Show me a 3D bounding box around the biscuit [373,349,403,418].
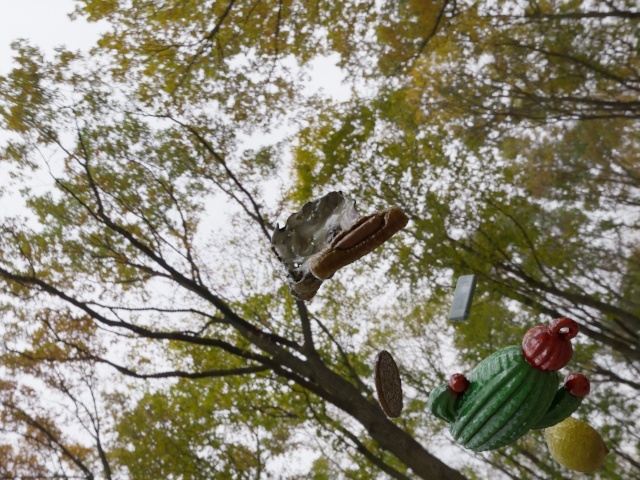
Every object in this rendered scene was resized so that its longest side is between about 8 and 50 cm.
[{"bbox_3d":[0.188,0.399,1.353,0.188,0.027,0.187,46,-144,-48],"label":"biscuit"}]

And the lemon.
[{"bbox_3d":[0.551,0.442,1.057,0.109,0.133,0.109,-29,-55,-50],"label":"lemon"}]

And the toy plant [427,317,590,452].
[{"bbox_3d":[0.254,0.195,0.625,0.155,0.088,0.240,38,-59,-19],"label":"toy plant"}]

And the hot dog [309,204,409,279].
[{"bbox_3d":[0.044,-0.001,0.597,0.137,0.044,0.028,-32,-31,9],"label":"hot dog"}]

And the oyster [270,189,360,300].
[{"bbox_3d":[0.000,0.000,1.077,0.223,0.214,0.083,-29,-36,9],"label":"oyster"}]

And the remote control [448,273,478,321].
[{"bbox_3d":[0.333,0.133,1.132,0.018,0.053,0.124,40,-125,-26],"label":"remote control"}]
